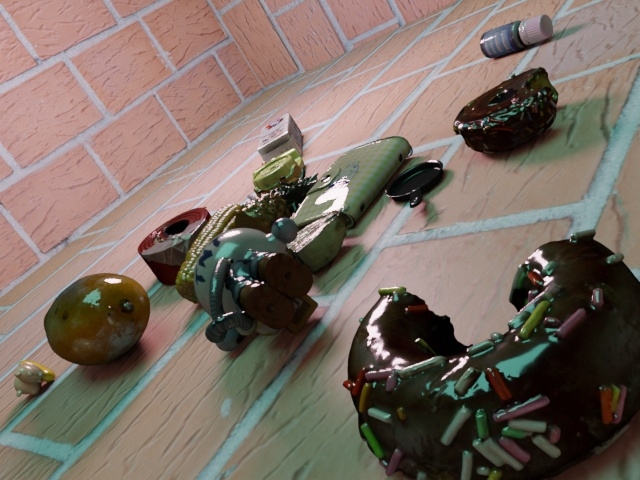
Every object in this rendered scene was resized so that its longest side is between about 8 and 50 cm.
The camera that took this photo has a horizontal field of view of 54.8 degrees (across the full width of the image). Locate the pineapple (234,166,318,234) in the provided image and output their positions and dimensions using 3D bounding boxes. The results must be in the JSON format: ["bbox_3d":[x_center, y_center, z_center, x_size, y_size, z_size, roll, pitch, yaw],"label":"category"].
[{"bbox_3d":[-0.095,-0.086,1.536,0.128,0.128,0.248,-8,26,48],"label":"pineapple"}]

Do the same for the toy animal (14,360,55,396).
[{"bbox_3d":[-0.701,0.342,1.496,0.082,0.091,0.114,-68,17,-12],"label":"toy animal"}]

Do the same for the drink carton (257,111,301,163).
[{"bbox_3d":[-0.142,-0.360,2.237,0.131,0.106,0.315,-30,22,10],"label":"drink carton"}]

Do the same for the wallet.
[{"bbox_3d":[0.067,-0.127,1.463,0.223,0.077,0.309,-6,33,43],"label":"wallet"}]

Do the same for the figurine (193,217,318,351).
[{"bbox_3d":[-0.114,0.072,1.096,0.261,0.186,0.382,-47,18,-13],"label":"figurine"}]

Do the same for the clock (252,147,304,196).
[{"bbox_3d":[-0.136,-0.197,1.900,0.170,0.069,0.232,-28,21,11],"label":"clock"}]

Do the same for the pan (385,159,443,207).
[{"bbox_3d":[0.197,-0.106,1.275,0.136,0.028,0.235,-26,18,18],"label":"pan"}]

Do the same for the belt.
[{"bbox_3d":[-0.380,0.011,1.716,0.227,0.115,0.324,-41,23,-19],"label":"belt"}]

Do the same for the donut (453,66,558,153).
[{"bbox_3d":[0.381,-0.253,1.251,0.216,0.096,0.230,-28,21,17],"label":"donut"}]

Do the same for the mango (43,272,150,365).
[{"bbox_3d":[-0.522,0.181,1.412,0.384,0.199,0.221,-13,30,45],"label":"mango"}]

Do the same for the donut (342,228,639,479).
[{"bbox_3d":[0.165,0.129,0.646,0.345,0.136,0.259,-21,20,32],"label":"donut"}]

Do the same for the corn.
[{"bbox_3d":[-0.250,0.021,1.510,0.121,0.120,0.363,-23,26,24],"label":"corn"}]

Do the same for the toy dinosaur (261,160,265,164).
[{"bbox_3d":[-0.202,-0.321,2.334,0.041,0.026,0.113,-39,22,36],"label":"toy dinosaur"}]

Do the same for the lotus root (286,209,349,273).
[{"bbox_3d":[0.002,0.003,1.252,0.144,0.070,0.143,-37,15,-1],"label":"lotus root"}]

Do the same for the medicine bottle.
[{"bbox_3d":[0.559,-0.586,1.766,0.083,0.083,0.203,-44,22,-29],"label":"medicine bottle"}]

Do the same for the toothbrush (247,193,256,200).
[{"bbox_3d":[-0.190,-0.112,1.856,0.027,0.021,0.269,-23,19,-11],"label":"toothbrush"}]
